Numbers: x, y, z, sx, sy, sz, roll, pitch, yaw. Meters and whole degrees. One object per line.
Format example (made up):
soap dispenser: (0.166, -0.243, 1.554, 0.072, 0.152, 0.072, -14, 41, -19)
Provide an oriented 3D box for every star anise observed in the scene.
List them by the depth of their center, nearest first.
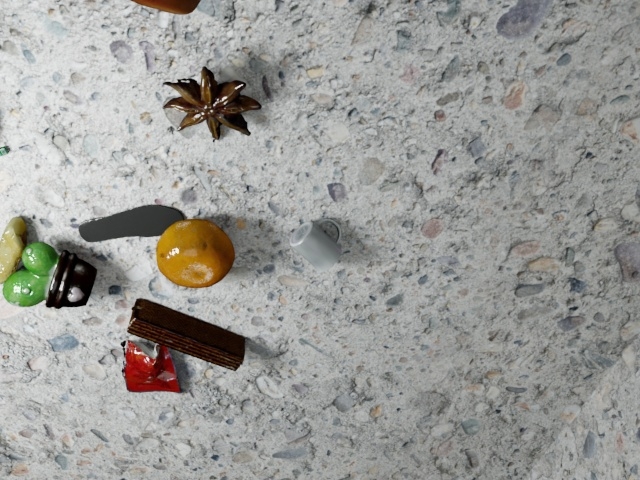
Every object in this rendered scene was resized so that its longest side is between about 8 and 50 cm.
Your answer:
star anise: (-0.283, -0.369, 1.712, 0.272, 0.102, 0.272, 2, 146, 1)

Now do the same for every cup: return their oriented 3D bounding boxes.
cup: (-0.008, 0.004, 1.969, 0.133, 0.136, 0.099, 42, 143, -24)

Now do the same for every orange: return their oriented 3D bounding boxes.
orange: (-0.362, 0.037, 1.901, 0.224, 0.170, 0.224, -7, 137, -6)

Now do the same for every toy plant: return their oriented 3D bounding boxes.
toy plant: (-0.782, 0.113, 1.900, 0.235, 0.175, 0.218, 18, 113, -19)

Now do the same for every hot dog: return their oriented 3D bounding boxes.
hot dog: (-0.903, 0.041, 1.903, 0.073, 0.084, 0.242, 25, 115, -23)

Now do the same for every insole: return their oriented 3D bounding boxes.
insole: (-0.555, -0.046, 1.923, 0.310, 0.012, 0.110, -12, 122, 2)

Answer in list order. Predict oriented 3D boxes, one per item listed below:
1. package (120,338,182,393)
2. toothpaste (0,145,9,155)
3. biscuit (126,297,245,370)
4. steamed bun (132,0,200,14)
package: (-0.565, 0.424, 2.173, 0.194, 0.071, 0.269, 9, 124, 6)
toothpaste: (-0.887, -0.234, 1.778, 0.083, 0.017, 0.020, -16, 123, 5)
biscuit: (-0.423, 0.300, 2.086, 0.389, 0.107, 0.073, 25, 118, -18)
steamed bun: (-0.412, -0.662, 1.433, 0.380, 0.248, 0.235, 27, 115, -20)
